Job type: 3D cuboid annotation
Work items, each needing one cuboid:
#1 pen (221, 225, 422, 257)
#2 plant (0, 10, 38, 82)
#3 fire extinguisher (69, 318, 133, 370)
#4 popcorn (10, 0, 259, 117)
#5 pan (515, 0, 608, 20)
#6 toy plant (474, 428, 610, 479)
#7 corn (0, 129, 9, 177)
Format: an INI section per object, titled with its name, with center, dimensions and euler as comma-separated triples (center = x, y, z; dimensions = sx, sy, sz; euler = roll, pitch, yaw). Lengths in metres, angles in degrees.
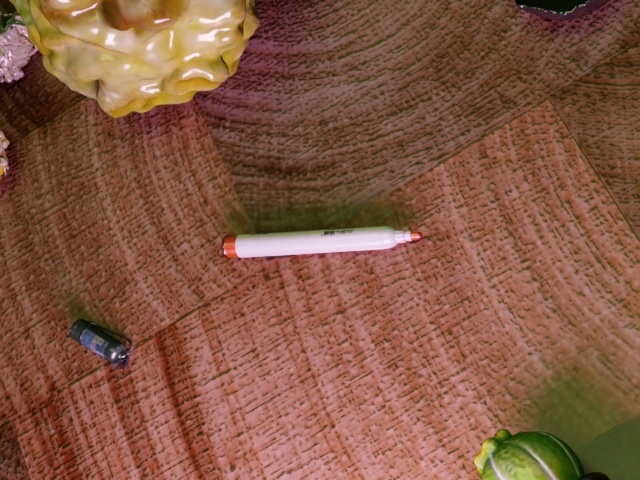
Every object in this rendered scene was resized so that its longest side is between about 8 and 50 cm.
[pen]
center = 0.000, 0.000, 1.339
dimensions = 0.218, 0.026, 0.026
euler = -3, 66, 23
[plant]
center = -0.405, -0.253, 1.584
dimensions = 0.116, 0.122, 0.104
euler = -52, 46, 3
[fire extinguisher]
center = -0.228, 0.110, 1.393
dimensions = 0.083, 0.025, 0.038
euler = 28, 58, 31
[popcorn]
center = -0.192, -0.281, 1.413
dimensions = 0.312, 0.312, 0.312
euler = -9, 64, 20
[pan]
center = 0.287, -0.296, 1.331
dimensions = 0.202, 0.048, 0.128
euler = -27, 61, 13
[toy plant]
center = 0.200, 0.224, 1.111
dimensions = 0.093, 0.093, 0.162
euler = -47, 58, -2
[corn]
center = -0.490, -0.071, 1.552
dimensions = 0.260, 0.091, 0.091
euler = -18, 102, 16
